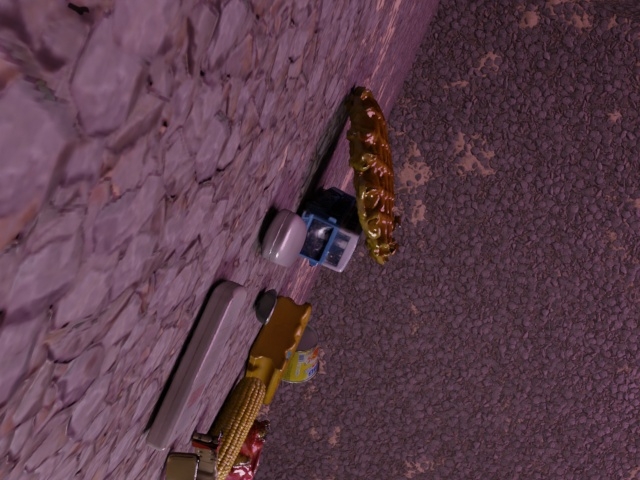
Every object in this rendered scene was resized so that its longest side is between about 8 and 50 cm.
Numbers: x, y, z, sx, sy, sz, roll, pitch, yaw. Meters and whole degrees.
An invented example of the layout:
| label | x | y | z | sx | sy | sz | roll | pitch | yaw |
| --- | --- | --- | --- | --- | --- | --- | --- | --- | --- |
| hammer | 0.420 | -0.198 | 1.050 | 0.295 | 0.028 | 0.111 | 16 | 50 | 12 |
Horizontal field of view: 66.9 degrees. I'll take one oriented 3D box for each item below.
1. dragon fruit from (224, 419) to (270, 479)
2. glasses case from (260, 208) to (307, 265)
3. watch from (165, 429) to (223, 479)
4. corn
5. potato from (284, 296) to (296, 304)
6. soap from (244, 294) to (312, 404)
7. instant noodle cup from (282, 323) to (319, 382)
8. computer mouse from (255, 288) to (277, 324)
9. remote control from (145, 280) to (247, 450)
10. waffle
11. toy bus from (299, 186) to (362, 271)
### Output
| label | x | y | z | sx | sy | sz | roll | pitch | yaw |
| --- | --- | --- | --- | --- | --- | --- | --- | --- | --- |
| dragon fruit | -0.218 | 0.563 | 1.276 | 0.282 | 0.147 | 0.211 | -66 | 176 | 23 |
| glasses case | -0.052 | -0.001 | 0.725 | 0.197 | 0.050 | 0.076 | 63 | 52 | -86 |
| watch | -0.217 | 0.407 | 0.820 | 0.164 | 0.102 | 0.268 | -75 | 178 | -67 |
| corn | -0.202 | 0.427 | 1.110 | 0.081 | 0.081 | 0.248 | 110 | 6 | -50 |
| potato | -0.088 | 0.205 | 1.397 | 0.062 | 0.083 | 0.068 | -41 | -175 | 16 |
| soap | -0.124 | 0.303 | 1.319 | 0.324 | 0.096 | 0.204 | 110 | 6 | -54 |
| instant noodle cup | -0.094 | 0.410 | 1.814 | 0.205 | 0.205 | 0.152 | -61 | 165 | -54 |
| computer mouse | -0.105 | 0.121 | 0.919 | 0.110 | 0.032 | 0.055 | -116 | -129 | -81 |
| remote control | -0.136 | 0.135 | 0.550 | 0.087 | 0.029 | 0.189 | 46 | 69 | -87 |
| waffle | 0.105 | -0.126 | 0.940 | 0.324 | 0.068 | 0.302 | -80 | 157 | -43 |
| toy bus | 0.028 | -0.034 | 1.038 | 0.297 | 0.131 | 0.106 | -56 | 170 | -71 |
